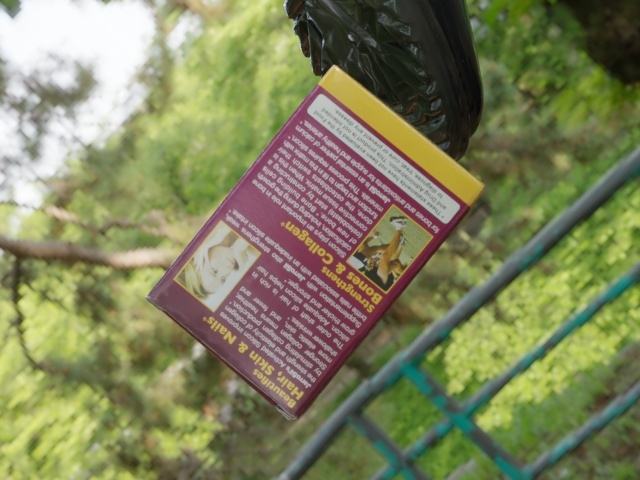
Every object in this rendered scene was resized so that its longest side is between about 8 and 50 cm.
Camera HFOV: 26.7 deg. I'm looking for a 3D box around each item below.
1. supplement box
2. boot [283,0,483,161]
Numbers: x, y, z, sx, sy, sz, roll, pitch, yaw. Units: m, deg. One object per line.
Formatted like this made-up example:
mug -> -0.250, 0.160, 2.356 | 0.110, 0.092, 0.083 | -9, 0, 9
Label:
supplement box -> 0.000, 0.000, 0.380 | 0.083, 0.055, 0.043 | -50, -1, 5
boot -> 0.067, -0.183, 0.661 | 0.207, 0.246, 0.094 | -36, 18, -25
